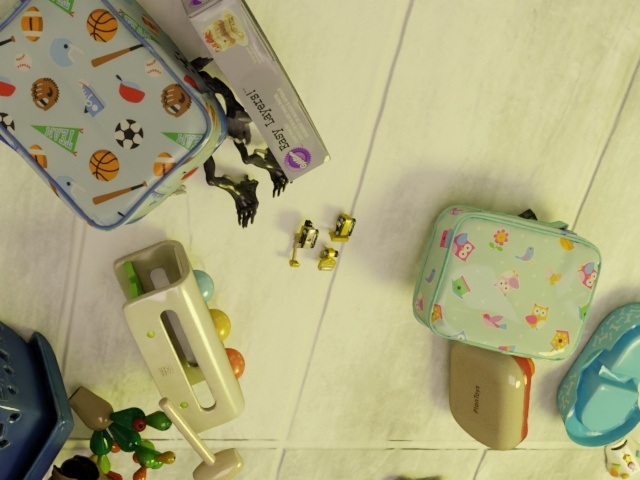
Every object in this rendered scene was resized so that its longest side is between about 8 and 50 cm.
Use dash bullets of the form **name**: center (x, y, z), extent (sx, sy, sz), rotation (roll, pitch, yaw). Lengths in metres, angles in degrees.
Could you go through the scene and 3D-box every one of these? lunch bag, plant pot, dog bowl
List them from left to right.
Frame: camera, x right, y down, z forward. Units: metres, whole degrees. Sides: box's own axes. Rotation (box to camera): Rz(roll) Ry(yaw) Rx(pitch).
- **plant pot**: center (-0.491, 0.247, 1.497), extent (0.212, 0.236, 0.236), rotation (20, 113, -35)
- **lunch bag**: center (-0.286, -0.174, 1.308), extent (0.243, 0.115, 0.303), rotation (-42, 91, 14)
- **lunch bag**: center (0.298, 0.063, 1.667), extent (0.279, 0.108, 0.224), rotation (13, 93, -17)
- **dog bowl**: center (0.541, 0.240, 1.920), extent (0.165, 0.074, 0.297), rotation (16, 115, -26)

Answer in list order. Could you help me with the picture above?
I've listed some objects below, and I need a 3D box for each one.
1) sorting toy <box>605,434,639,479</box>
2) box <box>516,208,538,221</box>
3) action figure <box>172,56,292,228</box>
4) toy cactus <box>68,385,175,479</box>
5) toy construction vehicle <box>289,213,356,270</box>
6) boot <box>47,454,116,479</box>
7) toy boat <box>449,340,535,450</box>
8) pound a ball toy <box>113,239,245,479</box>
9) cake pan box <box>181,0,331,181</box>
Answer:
- **sorting toy**: center (0.599, 0.423, 2.077), extent (0.083, 0.045, 0.075), rotation (-31, 106, 2)
- **box**: center (0.324, -0.004, 1.730), extent (0.083, 0.018, 0.067), rotation (-32, 125, 3)
- **action figure**: center (-0.154, -0.138, 1.421), extent (0.164, 0.141, 0.275), rotation (-36, 127, 19)
- **toy cactus**: center (-0.325, 0.307, 1.652), extent (0.180, 0.112, 0.219), rotation (43, 139, -9)
- **toy construction vehicle**: center (0.000, 0.000, 1.623), extent (0.085, 0.035, 0.098), rotation (0, 124, -31)
- **boot**: center (-0.351, 0.357, 1.544), extent (0.112, 0.305, 0.115), rotation (-32, 102, -26)
- **toy boat**: center (0.316, 0.247, 1.829), extent (0.151, 0.151, 0.231), rotation (-29, 131, -35)
- **pound a ball toy**: center (-0.183, 0.183, 1.566), extent (0.135, 0.208, 0.319), rotation (-22, 124, -5)
- **cake pan box**: center (-0.090, -0.230, 1.320), extent (0.070, 0.246, 0.267), rotation (-29, 126, 5)
